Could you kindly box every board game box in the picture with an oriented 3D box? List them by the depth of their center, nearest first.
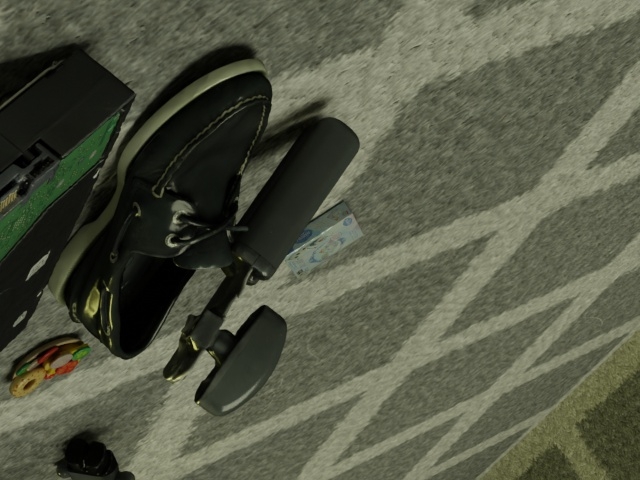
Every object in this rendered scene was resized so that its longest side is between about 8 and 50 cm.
[{"bbox_3d":[0.000,0.000,1.678,0.090,0.020,0.090,-32,162,0],"label":"board game box"}]

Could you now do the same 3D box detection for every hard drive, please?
[{"bbox_3d":[-0.269,0.033,1.113,0.237,0.064,0.339,-49,177,-40],"label":"hard drive"}]

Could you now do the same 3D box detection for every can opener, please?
[{"bbox_3d":[-0.041,0.024,1.361,0.283,0.095,0.076,-56,-167,-18],"label":"can opener"}]

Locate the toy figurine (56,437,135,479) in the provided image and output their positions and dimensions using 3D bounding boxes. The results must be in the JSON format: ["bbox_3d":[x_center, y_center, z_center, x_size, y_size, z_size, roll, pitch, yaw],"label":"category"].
[{"bbox_3d":[-0.294,0.367,1.834,0.210,0.213,0.148,-33,151,-14],"label":"toy figurine"}]

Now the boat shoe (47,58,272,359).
[{"bbox_3d":[-0.120,-0.012,1.290,0.127,0.113,0.340,-12,153,-48],"label":"boat shoe"}]

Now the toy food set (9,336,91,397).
[{"bbox_3d":[-0.274,0.125,1.542,0.083,0.020,0.082,-17,157,-39],"label":"toy food set"}]
